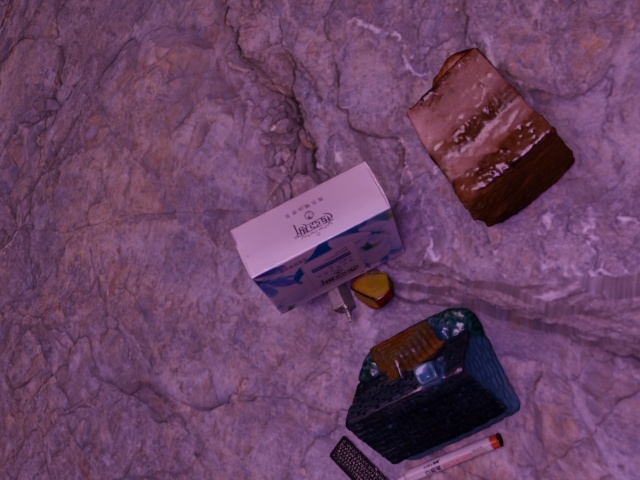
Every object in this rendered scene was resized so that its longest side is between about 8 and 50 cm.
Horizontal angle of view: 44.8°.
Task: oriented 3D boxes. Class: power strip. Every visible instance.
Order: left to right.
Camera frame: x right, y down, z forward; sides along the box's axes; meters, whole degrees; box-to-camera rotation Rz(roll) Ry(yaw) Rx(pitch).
[{"bbox_3d":[0.025,0.077,1.535,0.030,0.047,0.191,-34,63,25],"label":"power strip"}]

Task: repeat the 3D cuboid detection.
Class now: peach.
[{"bbox_3d":[0.100,0.100,1.482,0.083,0.050,0.077,-16,47,18],"label":"peach"}]

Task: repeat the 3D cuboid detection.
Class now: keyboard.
[{"bbox_3d":[0.081,0.432,1.441,0.155,0.010,0.053,39,98,32],"label":"keyboard"}]

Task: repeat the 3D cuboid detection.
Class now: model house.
[{"bbox_3d":[0.150,0.241,1.312,0.261,0.241,0.226,-33,66,21],"label":"model house"}]

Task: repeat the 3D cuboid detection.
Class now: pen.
[{"bbox_3d":[0.219,0.387,1.360,0.218,0.026,0.026,-30,65,22],"label":"pen"}]

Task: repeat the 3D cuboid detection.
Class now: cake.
[{"bbox_3d":[0.274,-0.196,1.359,0.199,0.196,0.293,-42,62,18],"label":"cake"}]

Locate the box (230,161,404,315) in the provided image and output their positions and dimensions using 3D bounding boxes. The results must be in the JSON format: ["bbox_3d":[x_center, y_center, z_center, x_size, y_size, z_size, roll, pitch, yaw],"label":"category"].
[{"bbox_3d":[0.001,0.002,1.430,0.274,0.203,0.116,-27,64,0],"label":"box"}]
